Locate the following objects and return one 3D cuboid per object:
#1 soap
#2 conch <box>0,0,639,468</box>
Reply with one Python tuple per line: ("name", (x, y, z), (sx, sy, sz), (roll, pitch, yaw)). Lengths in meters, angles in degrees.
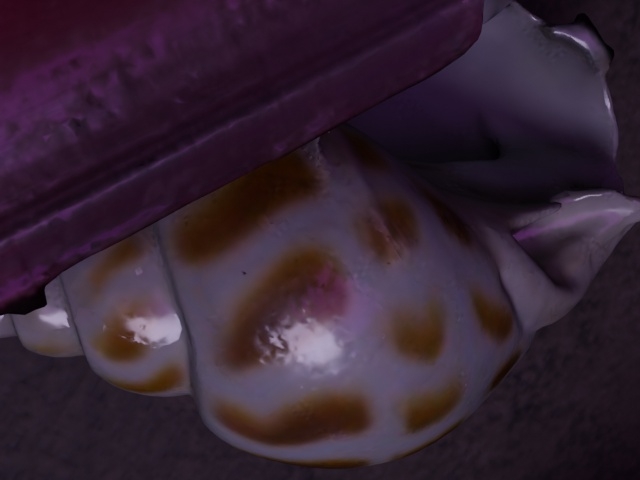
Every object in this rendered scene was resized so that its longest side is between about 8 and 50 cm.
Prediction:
("soap", (-0.137, -0.057, 0.435), (0.325, 0.220, 0.127), (-27, 114, -22))
("conch", (-0.001, 0.000, 0.575), (0.275, 0.148, 0.183), (-7, 80, -40))
